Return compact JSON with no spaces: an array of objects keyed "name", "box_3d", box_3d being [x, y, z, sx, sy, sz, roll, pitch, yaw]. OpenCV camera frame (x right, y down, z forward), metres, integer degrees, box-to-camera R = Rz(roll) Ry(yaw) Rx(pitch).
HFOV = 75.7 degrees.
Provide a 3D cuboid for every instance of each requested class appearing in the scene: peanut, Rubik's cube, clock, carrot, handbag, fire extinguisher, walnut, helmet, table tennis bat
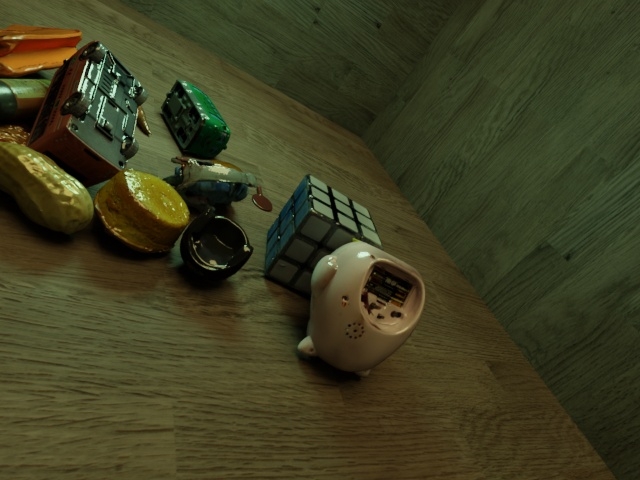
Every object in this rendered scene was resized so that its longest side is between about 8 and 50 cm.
[{"name":"peanut","box_3d":[-0.683,-0.133,0.977,0.305,0.147,0.147,41,25,-9]},{"name":"Rubik's cube","box_3d":[0.000,0.000,1.478,0.303,0.305,0.301,26,27,-20]},{"name":"clock","box_3d":[0.126,0.207,1.219,0.368,0.377,0.250,27,-3,-22]},{"name":"carrot","box_3d":[-0.725,-0.498,1.645,0.057,0.057,0.224,1,49,-52]},{"name":"handbag","box_3d":[-0.978,-0.607,1.300,0.303,0.116,0.410,7,28,3]},{"name":"fire extinguisher","box_3d":[-0.890,-0.445,1.240,0.200,0.113,0.376,36,20,-5]},{"name":"walnut","box_3d":[-0.396,-0.260,1.622,0.207,0.116,0.116,7,39,-36]},{"name":"helmet","box_3d":[-0.300,0.017,1.184,0.189,0.193,0.216,43,33,-6]},{"name":"table tennis bat","box_3d":[-0.254,-0.182,1.774,0.098,0.019,0.155,19,35,-34]}]

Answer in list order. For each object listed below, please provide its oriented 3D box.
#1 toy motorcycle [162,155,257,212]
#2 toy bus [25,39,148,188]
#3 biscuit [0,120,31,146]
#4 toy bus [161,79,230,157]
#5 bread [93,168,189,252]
[{"name":"toy motorcycle","box_3d":[-0.368,-0.175,1.418,0.241,0.182,0.319,23,12,39]},{"name":"toy bus","box_3d":[-0.666,-0.364,1.188,0.203,0.232,0.427,50,24,-51]},{"name":"biscuit","box_3d":[-0.839,-0.254,1.111,0.183,0.043,0.280,25,32,-33]},{"name":"toy bus","box_3d":[-0.527,-0.509,1.765,0.199,0.183,0.344,13,36,-51]},{"name":"bread","box_3d":[-0.484,-0.079,1.136,0.268,0.145,0.268,46,15,-16]}]
